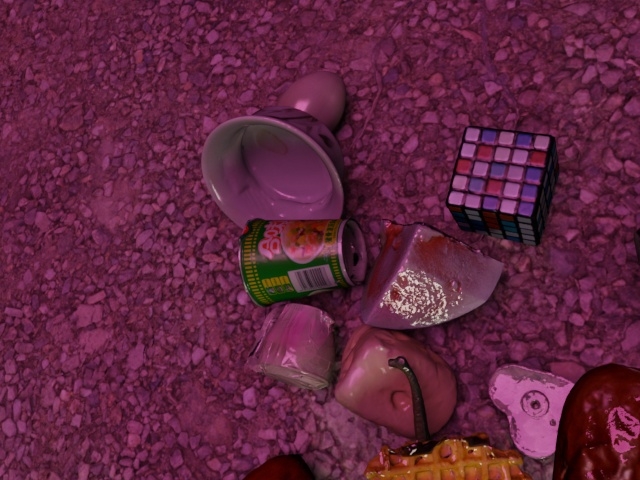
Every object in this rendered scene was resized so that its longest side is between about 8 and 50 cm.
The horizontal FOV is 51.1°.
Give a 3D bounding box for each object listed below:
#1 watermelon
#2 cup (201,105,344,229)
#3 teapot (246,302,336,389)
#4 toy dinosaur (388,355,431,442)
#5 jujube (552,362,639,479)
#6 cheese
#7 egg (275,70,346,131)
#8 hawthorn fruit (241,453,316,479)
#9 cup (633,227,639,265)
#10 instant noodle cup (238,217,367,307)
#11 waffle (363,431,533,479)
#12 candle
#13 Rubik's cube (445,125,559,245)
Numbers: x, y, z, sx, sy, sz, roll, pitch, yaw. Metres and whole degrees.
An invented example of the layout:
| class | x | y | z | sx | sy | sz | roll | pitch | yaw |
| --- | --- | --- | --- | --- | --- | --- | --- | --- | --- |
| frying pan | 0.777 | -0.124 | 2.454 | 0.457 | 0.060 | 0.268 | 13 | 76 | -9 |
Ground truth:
| class | x | y | z | sx | sy | sz | roll | pitch | yaw |
| --- | --- | --- | --- | --- | --- | --- | --- | --- | --- |
| watermelon | 0.176 | 0.055 | 1.369 | 0.289 | 0.214 | 0.320 | -37 | 50 | -20 |
| cup | -0.084 | -0.170 | 1.538 | 0.347 | 0.347 | 0.163 | 6 | 41 | 23 |
| teapot | -0.049 | 0.231 | 1.492 | 0.163 | 0.221 | 0.178 | 22 | 70 | -13 |
| toy dinosaur | 0.265 | 0.435 | 1.251 | 0.447 | 0.087 | 0.301 | 28 | 103 | 4 |
| jujube | 0.514 | 0.375 | 1.164 | 0.223 | 0.223 | 0.318 | 18 | 88 | 25 |
| cheese | 0.155 | 0.278 | 1.371 | 0.247 | 0.251 | 0.174 | 31 | 94 | -8 |
| egg | -0.021 | -0.321 | 1.628 | 0.151 | 0.151 | 0.209 | 38 | 80 | 27 |
| hawthorn fruit | -0.100 | 0.550 | 1.350 | 0.189 | 0.251 | 0.190 | 17 | 117 | 36 |
| cup | 0.754 | 0.042 | 1.157 | 0.371 | 0.253 | 0.254 | -8 | 71 | 16 |
| instant noodle cup | -0.031 | 0.036 | 1.451 | 0.232 | 0.207 | 0.207 | -6 | 72 | 24 |
| waffle | 0.227 | 0.464 | 1.182 | 0.311 | 0.060 | 0.307 | -36 | 96 | -12 |
| candle | 0.425 | 0.319 | 1.301 | 0.168 | 0.068 | 0.192 | -30 | 69 | 10 |
| Rubik's cube | 0.380 | -0.114 | 1.385 | 0.182 | 0.187 | 0.184 | 13 | 78 | 25 |
